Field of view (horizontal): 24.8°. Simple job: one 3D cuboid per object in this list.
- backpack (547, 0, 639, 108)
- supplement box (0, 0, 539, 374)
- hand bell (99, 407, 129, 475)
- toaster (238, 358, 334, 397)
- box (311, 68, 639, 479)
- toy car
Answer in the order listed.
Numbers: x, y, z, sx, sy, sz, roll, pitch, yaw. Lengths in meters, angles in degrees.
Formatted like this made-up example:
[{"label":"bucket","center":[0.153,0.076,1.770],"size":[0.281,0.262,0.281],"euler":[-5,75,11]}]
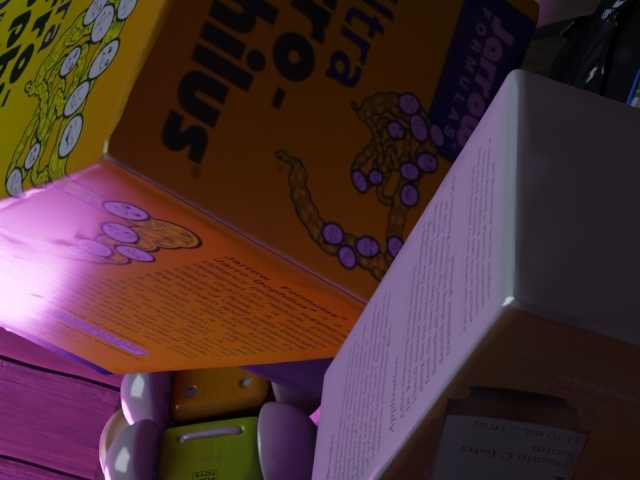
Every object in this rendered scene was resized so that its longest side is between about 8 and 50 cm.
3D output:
[{"label":"backpack","center":[0.121,-0.036,0.513],"size":[0.105,0.084,0.114],"euler":[119,175,-64]},{"label":"supplement box","center":[-0.086,-0.056,0.803],"size":[0.356,0.195,0.194],"euler":[-12,54,54]},{"label":"hand bell","center":[-0.116,0.176,1.456],"size":[0.242,0.126,0.126],"euler":[-42,30,48]},{"label":"toaster","center":[0.000,0.000,0.936],"size":[0.186,0.110,0.168],"euler":[-28,41,45]},{"label":"box","center":[0.083,0.051,0.456],"size":[0.170,0.130,0.091],"euler":[117,165,-48]},{"label":"toy car","center":[-0.068,0.159,1.112],"size":[0.182,0.159,0.136],"euler":[-86,-18,-50]}]
